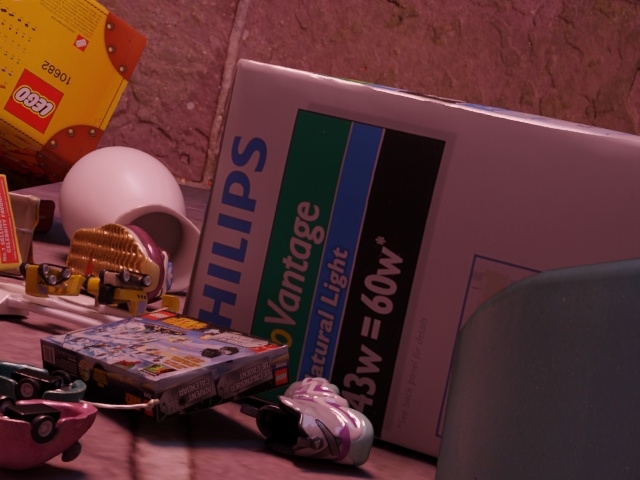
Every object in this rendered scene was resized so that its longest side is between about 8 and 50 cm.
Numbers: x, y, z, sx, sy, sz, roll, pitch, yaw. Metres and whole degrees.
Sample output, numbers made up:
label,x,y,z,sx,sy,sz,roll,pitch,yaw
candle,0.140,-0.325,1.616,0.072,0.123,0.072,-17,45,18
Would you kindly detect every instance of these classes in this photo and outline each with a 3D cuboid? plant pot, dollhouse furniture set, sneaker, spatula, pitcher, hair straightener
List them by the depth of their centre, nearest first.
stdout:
label,x,y,z,sx,sy,sz,roll,pitch,yaw
plant pot,0.141,0.097,0.522,0.165,0.165,0.234,10,-3,-17
sneaker,-0.018,0.101,0.782,0.069,0.038,0.098,10,4,-27
spatula,-0.173,0.062,1.036,0.242,0.019,0.168,15,0,24
sneaker,-0.156,0.023,1.151,0.084,0.070,0.185,12,0,-28
dollhouse furniture set,-0.331,-0.017,1.210,0.151,0.076,0.058,10,5,-11
pitcher,-0.173,-0.009,1.374,0.177,0.125,0.207,33,3,-32
hair straightener,-0.382,-0.029,1.500,0.089,0.047,0.230,12,9,11

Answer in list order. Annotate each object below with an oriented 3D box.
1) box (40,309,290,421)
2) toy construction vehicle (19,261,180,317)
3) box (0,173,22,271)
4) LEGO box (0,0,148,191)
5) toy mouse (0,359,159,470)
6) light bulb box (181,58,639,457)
label,x,y,z,sx,sy,sz,roll,pitch,yaw
box,-0.096,0.073,0.807,0.094,0.027,0.137,-12,14,-37
toy construction vehicle,-0.165,0.041,1.006,0.086,0.035,0.098,2,-8,31
box,-0.315,-0.009,1.023,0.058,0.087,0.232,-11,-3,15
LEGO box,-0.511,-0.260,1.526,0.500,0.193,0.372,34,-22,-29
toy mouse,-0.150,0.087,0.664,0.143,0.031,0.161,9,5,-27
light bulb box,0.148,0.026,0.965,0.361,0.225,0.358,15,6,24
